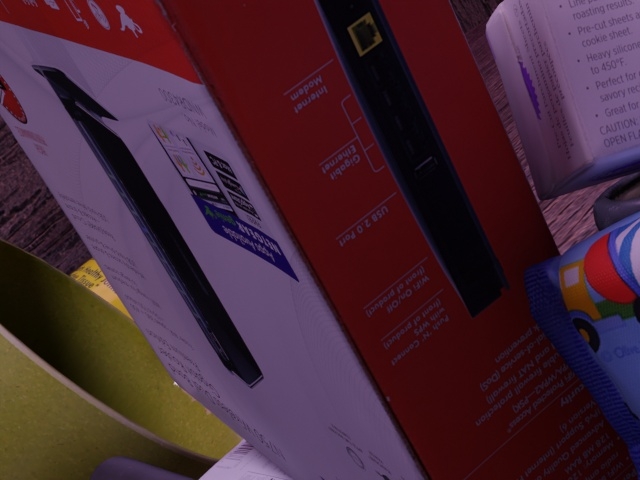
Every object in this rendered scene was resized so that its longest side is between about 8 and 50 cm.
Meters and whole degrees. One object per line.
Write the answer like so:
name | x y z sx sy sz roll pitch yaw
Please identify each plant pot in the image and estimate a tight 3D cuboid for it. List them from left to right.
plant pot | -0.248 0.186 0.904 0.293 0.275 0.275 -52 8 3

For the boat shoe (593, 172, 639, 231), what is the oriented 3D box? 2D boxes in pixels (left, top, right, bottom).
boat shoe | 0.269 -0.064 0.576 0.303 0.091 0.114 -36 8 8

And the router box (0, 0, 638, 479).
router box | -0.035 -0.019 0.532 0.082 0.301 0.335 -37 27 -17

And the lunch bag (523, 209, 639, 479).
lunch bag | 0.249 -0.013 0.368 0.293 0.138 0.221 -27 0 -34

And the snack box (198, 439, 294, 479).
snack box | -0.088 0.212 0.637 0.322 0.060 0.187 -40 10 -21

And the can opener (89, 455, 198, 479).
can opener | -0.020 0.148 0.494 0.076 0.095 0.283 -58 23 -17

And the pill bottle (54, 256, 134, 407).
pill bottle | -0.110 0.054 1.176 0.334 0.188 0.188 -40 9 -23

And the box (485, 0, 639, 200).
box | 0.218 -0.090 0.410 0.324 0.067 0.063 -17 -6 -7
